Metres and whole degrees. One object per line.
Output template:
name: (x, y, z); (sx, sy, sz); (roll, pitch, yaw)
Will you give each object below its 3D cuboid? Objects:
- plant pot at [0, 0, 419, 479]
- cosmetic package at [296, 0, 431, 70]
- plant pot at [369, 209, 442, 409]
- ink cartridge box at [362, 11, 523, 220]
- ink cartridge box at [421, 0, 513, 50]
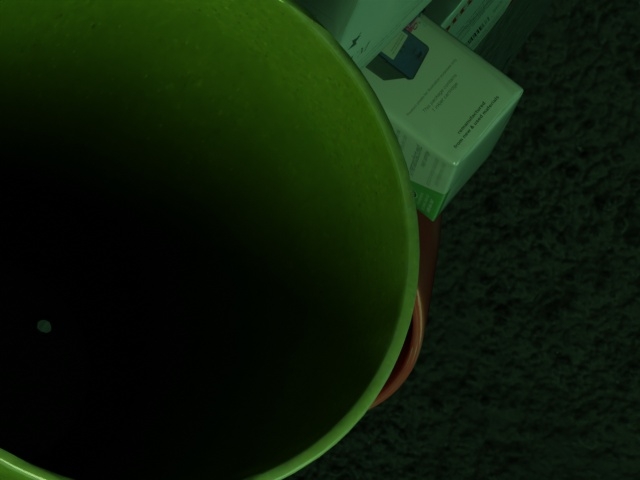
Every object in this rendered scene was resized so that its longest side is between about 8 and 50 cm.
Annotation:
plant pot: (-0.138, 0.028, 0.763); (0.275, 0.275, 0.293); (-49, -174, -33)
cosmetic package: (0.028, -0.235, 0.928); (0.224, 0.138, 0.225); (-48, 169, -38)
plant pot: (0.000, 0.000, 1.444); (0.275, 0.275, 0.243); (-59, -179, 36)
ink cartridge box: (0.047, -0.131, 1.218); (0.093, 0.212, 0.154); (-48, 172, -14)
ink cartridge box: (0.130, -0.274, 1.417); (0.197, 0.114, 0.273); (-51, 173, 7)
